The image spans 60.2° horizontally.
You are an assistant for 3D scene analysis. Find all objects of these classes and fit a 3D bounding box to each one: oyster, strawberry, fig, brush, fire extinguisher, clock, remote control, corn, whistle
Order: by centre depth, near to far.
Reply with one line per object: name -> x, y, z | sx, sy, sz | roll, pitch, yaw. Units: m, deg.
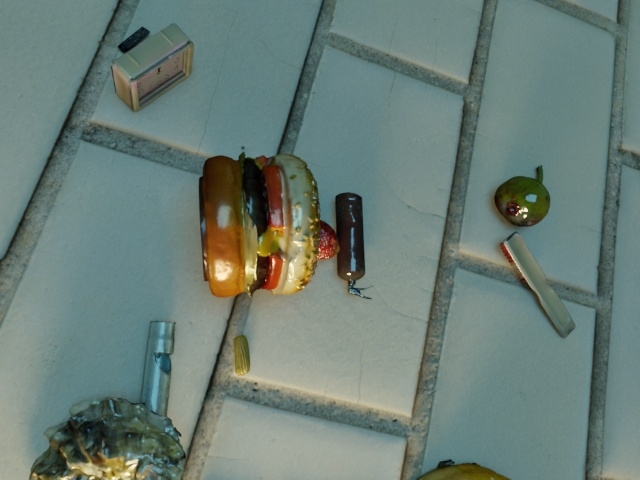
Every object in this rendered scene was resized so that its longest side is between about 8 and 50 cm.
oyster -> -0.399, 0.440, 1.076 | 0.351, 0.115, 0.237 | 17, 93, 21
whistle -> -0.355, 0.329, 1.187 | 0.062, 0.062, 0.312 | 6, 74, -14
corn -> -0.181, 0.263, 1.268 | 0.037, 0.037, 0.092 | -4, 74, -17
clock -> -0.402, -0.417, 1.334 | 0.071, 0.147, 0.192 | 47, 68, 1
strawberry -> 0.000, 0.000, 1.359 | 0.106, 0.106, 0.106 | 4, 74, -15
fire extinguisher -> 0.085, 0.015, 1.389 | 0.089, 0.072, 0.267 | 1, 75, -9
remote control -> -0.476, -0.511, 1.410 | 0.034, 0.016, 0.091 | 34, 68, 13
brush -> 0.595, 0.124, 1.522 | 0.060, 0.050, 0.321 | -35, 94, -24
fig -> 0.595, -0.138, 1.570 | 0.149, 0.149, 0.245 | 50, 49, 2

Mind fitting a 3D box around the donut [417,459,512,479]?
donut -> 0.340, 0.716, 1.220 | 0.378, 0.163, 0.435 | 42, 69, 0

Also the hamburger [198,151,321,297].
hamburger -> -0.135, -0.035, 1.211 | 0.250, 0.330, 0.329 | -2, 76, -9
